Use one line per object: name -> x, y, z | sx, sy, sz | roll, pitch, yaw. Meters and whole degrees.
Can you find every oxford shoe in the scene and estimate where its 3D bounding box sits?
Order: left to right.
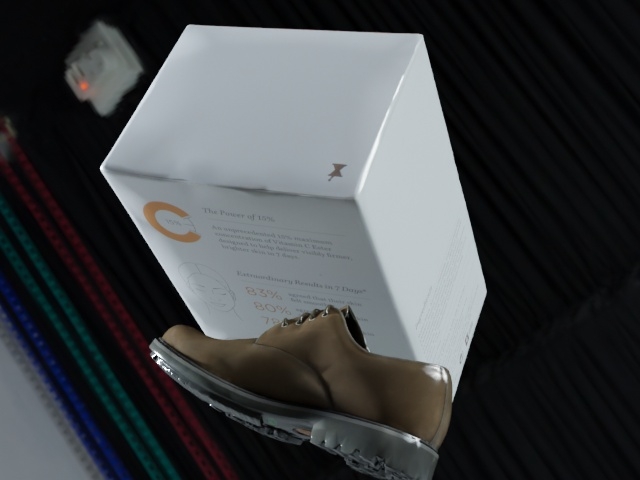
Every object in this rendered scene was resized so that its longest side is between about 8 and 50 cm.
oxford shoe -> -0.013, 0.087, 0.678 | 0.083, 0.227, 0.096 | 48, -120, -57

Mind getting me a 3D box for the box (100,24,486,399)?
box -> 0.000, 0.000, 0.886 | 0.345, 0.215, 0.168 | 67, -142, -49
